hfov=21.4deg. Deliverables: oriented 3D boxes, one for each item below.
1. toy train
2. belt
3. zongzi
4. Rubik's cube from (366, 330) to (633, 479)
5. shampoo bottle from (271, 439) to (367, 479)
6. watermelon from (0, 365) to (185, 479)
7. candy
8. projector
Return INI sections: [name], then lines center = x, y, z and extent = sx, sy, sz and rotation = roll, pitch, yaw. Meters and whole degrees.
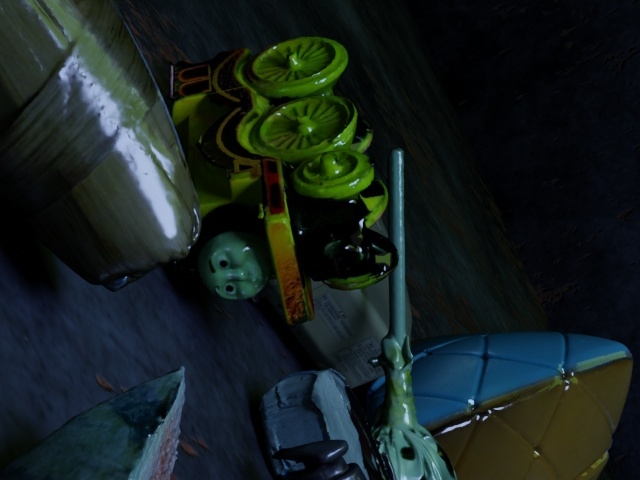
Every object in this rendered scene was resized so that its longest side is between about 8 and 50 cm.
[toy train]
center = -0.035, -0.049, 1.228
extent = 0.296, 0.160, 0.100
rotation = -100, 177, -59
[belt]
center = 0.007, 0.157, 1.187
extent = 0.140, 0.058, 0.105
rotation = 65, 17, -6
[zongzi]
center = -0.144, -0.094, 0.967
extent = 0.221, 0.112, 0.242
rotation = 58, 12, -13
[Rubik's cube]
center = 0.151, 0.132, 1.474
extent = 0.254, 0.254, 0.254
rotation = 58, 13, -21
[shampoo bottle]
center = 0.059, 0.253, 1.089
extent = 0.284, 0.101, 0.101
rotation = 61, 12, -6
[watermelon]
center = -0.104, 0.135, 0.755
extent = 0.180, 0.081, 0.094
rotation = -59, 139, -58
[candy]
center = 0.056, 0.083, 1.268
extent = 0.091, 0.083, 0.305
rotation = -10, 99, -59
[projector]
center = 0.000, 0.000, 1.425
extent = 0.193, 0.088, 0.269
rotation = 55, 14, -35
